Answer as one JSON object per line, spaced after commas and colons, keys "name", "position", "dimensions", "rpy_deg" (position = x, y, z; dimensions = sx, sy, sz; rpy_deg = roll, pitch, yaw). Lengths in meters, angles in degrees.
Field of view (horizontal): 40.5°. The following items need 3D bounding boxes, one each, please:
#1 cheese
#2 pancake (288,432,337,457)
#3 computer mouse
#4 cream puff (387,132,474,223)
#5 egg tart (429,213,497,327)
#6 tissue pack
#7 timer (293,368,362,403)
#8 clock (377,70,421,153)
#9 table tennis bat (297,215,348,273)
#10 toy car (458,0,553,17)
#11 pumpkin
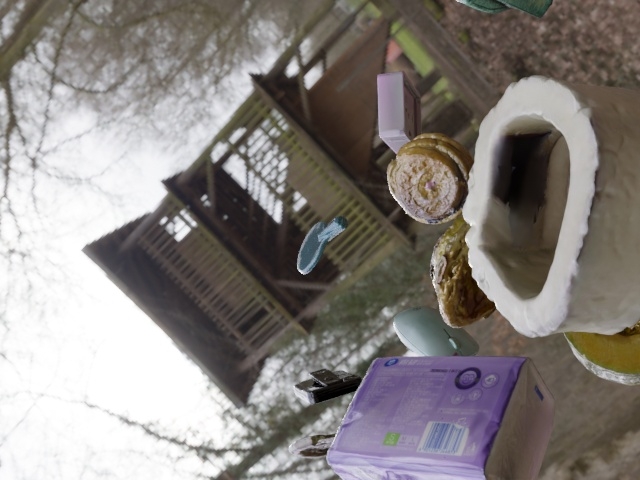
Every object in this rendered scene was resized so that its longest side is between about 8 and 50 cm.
{"name": "cheese", "position": [0.324, -0.043, 1.151], "dimensions": [0.153, 0.332, 0.292], "rpy_deg": [4, -169, -22]}
{"name": "pancake", "position": [0.042, 0.487, 2.080], "dimensions": [0.212, 0.235, 0.029], "rpy_deg": [62, -162, -65]}
{"name": "computer mouse", "position": [0.323, 0.259, 2.470], "dimensions": [0.288, 0.159, 0.097], "rpy_deg": [31, 132, 58]}
{"name": "cream puff", "position": [0.230, -0.125, 1.726], "dimensions": [0.189, 0.189, 0.129], "rpy_deg": [44, -147, -7]}
{"name": "egg tart", "position": [0.360, 0.039, 2.016], "dimensions": [0.129, 0.341, 0.341], "rpy_deg": [35, -178, 37]}
{"name": "tissue pack", "position": [0.205, 0.330, 1.493], "dimensions": [0.338, 0.242, 0.160], "rpy_deg": [-7, 129, 44]}
{"name": "timer", "position": [0.016, 0.361, 2.178], "dimensions": [0.187, 0.144, 0.055], "rpy_deg": [174, 82, -75]}
{"name": "clock", "position": [0.181, -0.283, 1.969], "dimensions": [0.197, 0.063, 0.150], "rpy_deg": [22, -114, -71]}
{"name": "table tennis bat", "position": [0.000, 0.000, 1.932], "dimensions": [0.033, 0.201, 0.124], "rpy_deg": [24, -126, -20]}
{"name": "toy car", "position": [0.247, -0.430, 1.394], "dimensions": [0.320, 0.097, 0.141], "rpy_deg": [3, -147, -49]}
{"name": "pumpkin", "position": [0.754, 0.189, 2.111], "dimensions": [0.332, 0.332, 0.199], "rpy_deg": [52, -178, 31]}
